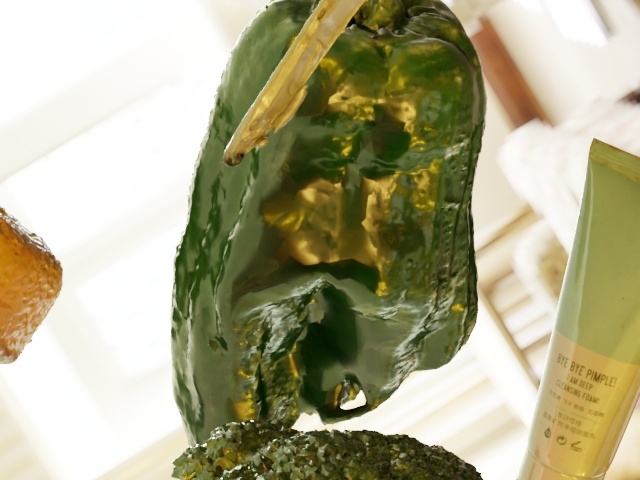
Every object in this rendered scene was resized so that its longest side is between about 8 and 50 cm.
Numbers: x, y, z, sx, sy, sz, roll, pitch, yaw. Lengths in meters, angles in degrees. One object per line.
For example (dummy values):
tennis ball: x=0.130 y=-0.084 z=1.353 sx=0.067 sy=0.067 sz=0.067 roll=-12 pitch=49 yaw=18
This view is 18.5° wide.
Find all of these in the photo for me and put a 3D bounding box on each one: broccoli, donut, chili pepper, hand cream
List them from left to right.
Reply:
donut: x=-0.313 y=-0.005 z=1.534 sx=0.253 sy=0.118 sz=0.253 roll=37 pitch=176 yaw=3
broccoli: x=-0.002 y=0.222 z=1.097 sx=0.254 sy=0.269 sz=0.269 roll=44 pitch=176 yaw=0
chili pepper: x=0.001 y=0.006 z=1.316 sx=0.213 sy=0.167 sz=0.385 roll=20 pitch=123 yaw=13
hand cream: x=0.222 y=0.076 z=1.547 sx=0.111 sy=0.312 sz=0.070 roll=27 pitch=-154 yaw=24

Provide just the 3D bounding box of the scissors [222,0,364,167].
scissors: x=0.032 y=-0.158 z=1.055 sx=0.022 sy=0.300 sz=0.109 roll=44 pitch=-162 yaw=30
